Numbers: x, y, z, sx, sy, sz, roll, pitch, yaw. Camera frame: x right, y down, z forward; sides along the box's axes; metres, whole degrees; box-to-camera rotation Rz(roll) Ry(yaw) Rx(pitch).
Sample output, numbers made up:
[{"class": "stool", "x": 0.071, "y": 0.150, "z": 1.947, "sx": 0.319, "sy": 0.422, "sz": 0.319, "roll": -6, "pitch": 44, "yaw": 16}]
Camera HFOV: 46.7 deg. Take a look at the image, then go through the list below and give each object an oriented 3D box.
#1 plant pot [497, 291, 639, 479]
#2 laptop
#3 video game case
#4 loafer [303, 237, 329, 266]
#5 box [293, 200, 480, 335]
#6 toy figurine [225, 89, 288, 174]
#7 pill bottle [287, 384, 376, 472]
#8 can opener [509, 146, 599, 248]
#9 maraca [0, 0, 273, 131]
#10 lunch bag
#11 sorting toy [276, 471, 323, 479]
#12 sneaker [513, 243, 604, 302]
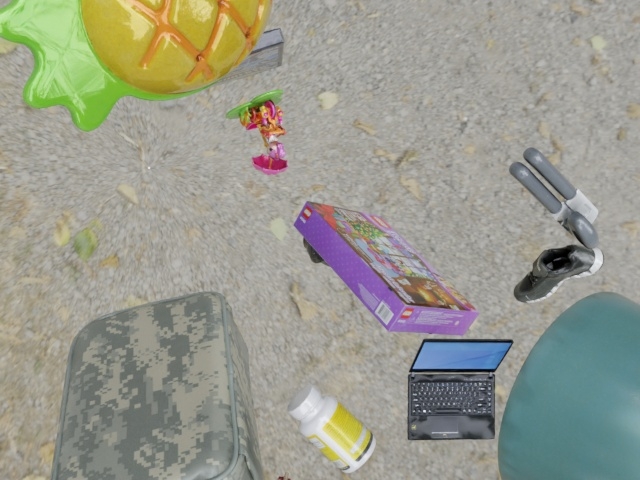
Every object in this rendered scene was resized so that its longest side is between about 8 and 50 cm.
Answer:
[{"class": "plant pot", "x": 0.391, "y": 0.233, "z": 0.853, "sx": 0.293, "sy": 0.235, "sz": 0.292, "roll": -14, "pitch": 113, "yaw": -34}, {"class": "laptop", "x": 0.345, "y": 0.371, "z": 1.830, "sx": 0.234, "sy": 0.136, "sz": 0.264, "roll": 2, "pitch": 86, "yaw": -9}, {"class": "video game case", "x": -0.209, "y": -0.348, "z": 1.490, "sx": 0.275, "sy": 0.248, "sz": 0.035, "roll": -17, "pitch": 94, "yaw": -3}, {"class": "loafer", "x": 0.000, "y": 0.000, "z": 1.506, "sx": 0.080, "sy": 0.220, "sz": 0.078, "roll": -39, "pitch": 73, "yaw": -1}, {"class": "box", "x": 0.109, "y": 0.046, "z": 1.265, "sx": 0.201, "sy": 0.293, "sz": 0.057, "roll": 10, "pitch": 118, "yaw": -45}, {"class": "toy figurine", "x": -0.109, "y": -0.222, "z": 1.594, "sx": 0.130, "sy": 0.173, "sz": 0.159, "roll": -20, "pitch": 91, "yaw": -31}, {"class": "pill bottle", "x": 0.013, "y": 0.246, "z": 0.980, "sx": 0.065, "sy": 0.065, "sz": 0.116, "roll": -46, "pitch": 101, "yaw": -5}, {"class": "can opener", "x": 0.469, "y": -0.082, "z": 1.438, "sx": 0.280, "sy": 0.093, "sz": 0.074, "roll": 35, "pitch": 103, "yaw": -35}, {"class": "maraca", "x": -0.103, "y": -0.142, "z": 0.446, "sx": 0.186, "sy": 0.099, "sz": 0.127, "roll": -36, "pitch": 128, "yaw": -29}, {"class": "lunch bag", "x": -0.167, "y": 0.255, "z": 0.871, "sx": 0.213, "sy": 0.305, "sz": 0.256, "roll": -16, "pitch": 129, "yaw": -1}, {"class": "sorting toy", "x": -0.028, "y": 0.463, "z": 1.358, "sx": 0.275, "sy": 0.132, "sz": 0.046, "roll": 14, "pitch": 63, "yaw": -2}, {"class": "sneaker", "x": 0.510, "y": 0.067, "z": 1.666, "sx": 0.106, "sy": 0.234, "sz": 0.078, "roll": 20, "pitch": 52, "yaw": -30}]
